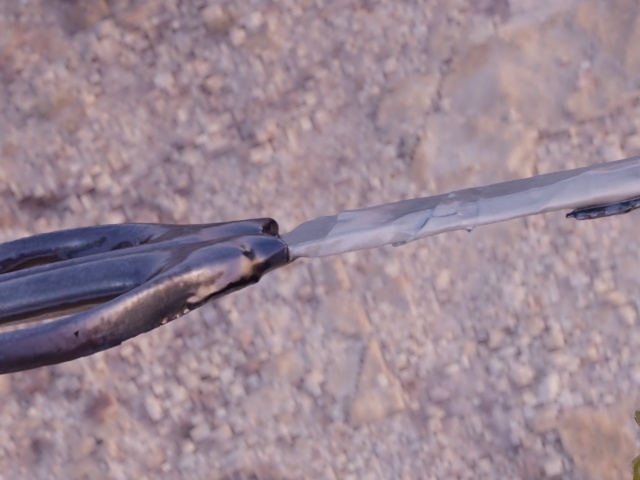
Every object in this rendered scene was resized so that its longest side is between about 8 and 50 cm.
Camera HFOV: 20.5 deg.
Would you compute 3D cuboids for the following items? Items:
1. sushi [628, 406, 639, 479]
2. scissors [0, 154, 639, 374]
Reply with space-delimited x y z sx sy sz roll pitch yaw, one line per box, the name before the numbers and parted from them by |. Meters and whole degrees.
sushi | 0.308 0.175 0.570 0.396 0.351 0.240 5 81 56
scissors | 0.000 0.000 0.620 0.300 0.022 0.109 -10 18 -6
